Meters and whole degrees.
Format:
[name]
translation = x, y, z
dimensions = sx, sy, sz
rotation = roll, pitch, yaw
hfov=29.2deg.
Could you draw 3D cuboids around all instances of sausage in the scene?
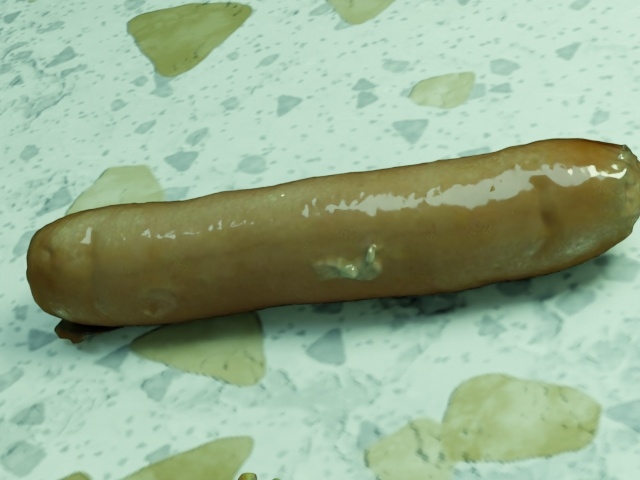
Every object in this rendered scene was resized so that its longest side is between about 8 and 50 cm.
[sausage]
translation = 0.000, 0.000, 0.807
dimensions = 0.418, 0.094, 0.094
rotation = -8, 54, 16

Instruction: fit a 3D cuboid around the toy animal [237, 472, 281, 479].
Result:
[toy animal]
translation = -0.003, 0.203, 0.594
dimensions = 0.099, 0.057, 0.241
rotation = -22, 39, 9
